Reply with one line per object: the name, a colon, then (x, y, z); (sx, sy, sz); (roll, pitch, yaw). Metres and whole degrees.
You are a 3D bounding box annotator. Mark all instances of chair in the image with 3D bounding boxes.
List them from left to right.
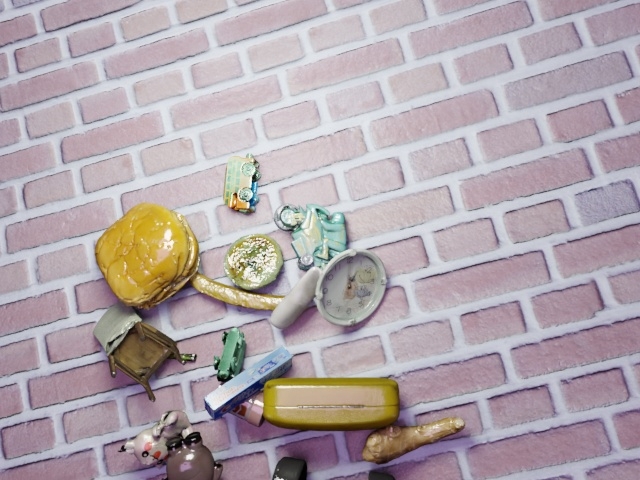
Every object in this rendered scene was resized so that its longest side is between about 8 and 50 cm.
chair: (-0.542, 0.315, 1.549); (0.186, 0.319, 0.160); (44, 79, -29)

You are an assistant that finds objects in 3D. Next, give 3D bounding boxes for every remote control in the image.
remote control: (-0.061, 0.174, 1.512); (0.073, 0.044, 0.229); (35, 107, -21)

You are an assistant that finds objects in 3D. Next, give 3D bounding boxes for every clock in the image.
clock: (0.082, 0.131, 1.506); (0.236, 0.053, 0.236); (-8, 108, -26)

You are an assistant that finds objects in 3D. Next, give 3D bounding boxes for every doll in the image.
doll: (-0.467, 0.575, 1.527); (0.192, 0.149, 0.095); (-44, 38, -9)
doll: (-0.352, 0.676, 1.481); (0.182, 0.117, 0.257); (-13, 89, -4)

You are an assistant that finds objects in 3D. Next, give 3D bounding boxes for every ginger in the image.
ginger: (0.252, 0.536, 1.441); (0.295, 0.131, 0.086); (-19, 37, 3)

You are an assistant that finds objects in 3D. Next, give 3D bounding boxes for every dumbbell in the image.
dumbbell: (0.032, 0.708, 1.397); (0.323, 0.204, 0.203); (6, 82, 8)

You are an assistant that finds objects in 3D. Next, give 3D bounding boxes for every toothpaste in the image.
toothpaste: (-0.197, 0.397, 1.470); (0.272, 0.066, 0.053); (-28, 56, -32)

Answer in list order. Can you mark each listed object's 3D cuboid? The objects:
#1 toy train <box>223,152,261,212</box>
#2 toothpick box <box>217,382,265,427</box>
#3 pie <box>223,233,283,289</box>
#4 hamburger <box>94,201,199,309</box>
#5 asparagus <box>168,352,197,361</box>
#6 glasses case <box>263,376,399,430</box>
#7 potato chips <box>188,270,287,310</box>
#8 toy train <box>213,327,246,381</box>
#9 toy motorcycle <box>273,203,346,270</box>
toy train: (-0.243, -0.177, 1.633); (0.099, 0.072, 0.188); (2, 82, 13)
toothpick box: (-0.223, 0.464, 1.518); (0.149, 0.098, 0.098); (21, 84, 11)
pie: (-0.203, 0.061, 1.582); (0.187, 0.041, 0.186); (-1, 63, 2)
hamburger: (-0.513, 0.040, 1.572); (0.319, 0.158, 0.318); (-4, 78, 17)
asparagus: (-0.493, 0.352, 1.608); (0.233, 0.023, 0.022); (2, 37, 7)
glasses case: (0.029, 0.454, 1.448); (0.371, 0.173, 0.141); (0, 82, 1)
potato chips: (-0.226, 0.163, 1.584); (0.407, 0.057, 0.080); (12, 81, 9)
toy train: (-0.258, 0.335, 1.514); (0.070, 0.099, 0.172); (1, 39, 7)
toy motorcycle: (0.001, 0.002, 1.566); (0.198, 0.109, 0.296); (-27, 86, -11)
